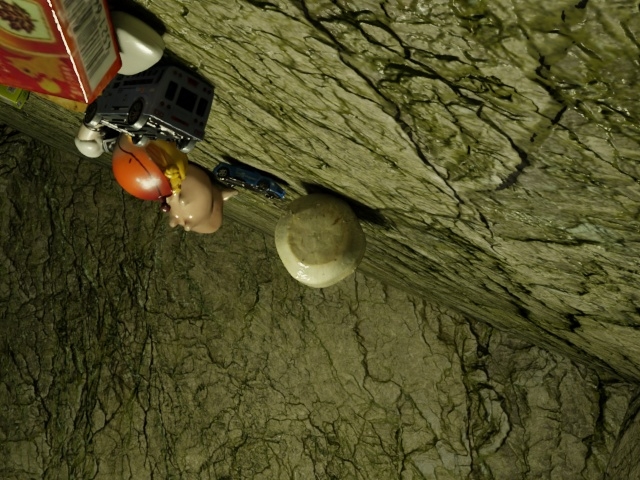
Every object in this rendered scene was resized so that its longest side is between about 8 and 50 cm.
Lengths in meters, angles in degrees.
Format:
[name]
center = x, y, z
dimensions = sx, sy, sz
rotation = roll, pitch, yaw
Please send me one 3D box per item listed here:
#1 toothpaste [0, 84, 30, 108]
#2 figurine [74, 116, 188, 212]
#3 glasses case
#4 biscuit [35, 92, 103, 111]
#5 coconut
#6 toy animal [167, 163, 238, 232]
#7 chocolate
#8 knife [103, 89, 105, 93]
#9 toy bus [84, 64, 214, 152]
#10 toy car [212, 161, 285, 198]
[toothpaste]
center = -1.111, -0.538, 1.773
dimensions = 0.328, 0.077, 0.110
rotation = 26, 173, -21
[figurine]
center = -0.513, -0.237, 1.558
dimensions = 0.323, 0.196, 0.320
rotation = 34, 166, -3
[glasses case]
center = -0.317, -0.311, 0.885
dimensions = 0.092, 0.059, 0.233
rotation = 30, 172, -31
[biscuit]
center = -0.595, -0.368, 1.201
dimensions = 0.213, 0.091, 0.274
rotation = 17, 164, 34
[coconut]
center = 0.000, 0.000, 1.487
dimensions = 0.245, 0.245, 0.247
rotation = 23, 174, 6
[toy animal]
center = -0.458, -0.153, 1.997
dimensions = 0.237, 0.269, 0.326
rotation = 22, 141, 9
[chocolate]
center = -0.399, -0.295, 0.707
dimensions = 0.235, 0.108, 0.237
rotation = 13, 157, -4
[knife]
center = -0.568, -0.385, 1.358
dimensions = 0.031, 0.018, 0.121
rotation = 21, 175, 39
[toy bus]
center = -0.332, -0.257, 1.061
dimensions = 0.292, 0.133, 0.125
rotation = 14, 173, 45
[toy car]
center = -0.198, -0.171, 1.559
dimensions = 0.216, 0.063, 0.103
rotation = 17, 172, 11
